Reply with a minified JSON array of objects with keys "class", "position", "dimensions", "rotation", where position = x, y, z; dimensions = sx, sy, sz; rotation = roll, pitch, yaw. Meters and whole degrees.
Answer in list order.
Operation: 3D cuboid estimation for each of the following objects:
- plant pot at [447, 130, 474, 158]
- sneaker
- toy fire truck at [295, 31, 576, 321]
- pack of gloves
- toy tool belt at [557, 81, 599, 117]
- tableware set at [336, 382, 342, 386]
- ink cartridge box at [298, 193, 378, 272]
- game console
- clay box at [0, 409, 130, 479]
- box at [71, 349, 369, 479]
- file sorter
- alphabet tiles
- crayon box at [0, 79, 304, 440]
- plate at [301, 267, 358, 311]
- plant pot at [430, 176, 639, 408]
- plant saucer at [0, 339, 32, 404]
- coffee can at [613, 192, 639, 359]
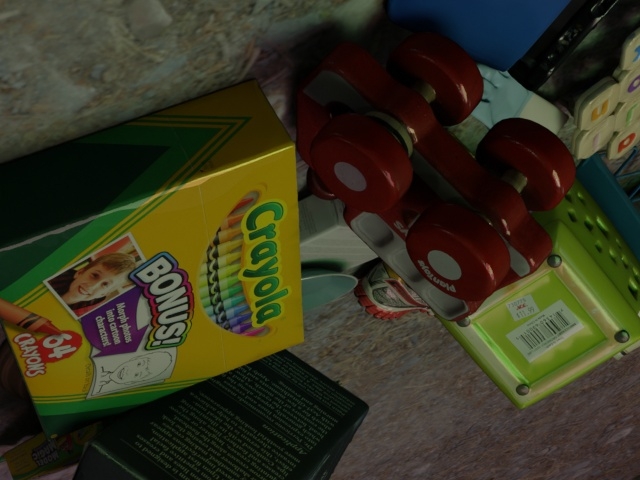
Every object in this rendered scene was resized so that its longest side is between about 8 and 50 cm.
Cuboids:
[{"class":"plant pot","position":[0.132,-0.084,1.539],"dimensions":[0.081,0.081,0.083],"rotation":[4,128,-48]},{"class":"sneaker","position":[0.159,0.056,1.820],"dimensions":[0.225,0.088,0.093],"rotation":[-6,147,-38]},{"class":"toy fire truck","position":[0.087,-0.052,1.333],"dimensions":[0.169,0.302,0.254],"rotation":[-50,-174,-29]},{"class":"pack of gloves","position":[0.199,-0.094,1.506],"dimensions":[0.232,0.046,0.195],"rotation":[28,96,-52]},{"class":"toy tool belt","position":[0.331,-0.173,1.609],"dimensions":[0.083,0.051,0.052],"rotation":[-25,142,-34]},{"class":"tableware set","position":[-0.048,0.278,2.126],"dimensions":[0.168,0.020,0.141],"rotation":[-6,148,-38]},{"class":"ink cartridge box","position":[0.000,0.000,1.627],"dimensions":[0.232,0.066,0.189],"rotation":[-20,165,41]},{"class":"game console","position":[0.241,-0.306,1.275],"dimensions":[0.293,0.173,0.250],"rotation":[-50,178,41]},{"class":"clay box","position":[-0.315,0.261,1.733],"dimensions":[0.222,0.053,0.127],"rotation":[-31,169,34]},{"class":"box","position":[-0.150,0.329,1.628],"dimensions":[0.293,0.212,0.395],"rotation":[-63,167,26]},{"class":"file sorter","position":[0.423,-0.030,1.819],"dimensions":[0.104,0.170,0.118],"rotation":[-14,153,-34]},{"class":"alphabet tiles","position":[0.410,-0.209,1.563],"dimensions":[0.284,0.021,0.278],"rotation":[-37,155,-9]},{"class":"crayon box","position":[-0.181,0.033,1.375],"dimensions":[0.313,0.106,0.363],"rotation":[-20,147,-13]},{"class":"plate","position":[-0.045,0.067,1.681],"dimensions":[0.188,0.024,0.188],"rotation":[-15,165,-4]},{"class":"plant pot","position":[0.270,0.064,1.661],"dimensions":[0.228,0.227,0.207],"rotation":[-35,-161,19]},{"class":"plant saucer","position":[-0.259,0.130,1.615],"dimensions":[0.278,0.041,0.278],"rotation":[-22,156,-11]},{"class":"coffee can","position":[0.508,0.024,1.964],"dimensions":[0.275,0.201,0.201],"rotation":[-32,155,13]}]
